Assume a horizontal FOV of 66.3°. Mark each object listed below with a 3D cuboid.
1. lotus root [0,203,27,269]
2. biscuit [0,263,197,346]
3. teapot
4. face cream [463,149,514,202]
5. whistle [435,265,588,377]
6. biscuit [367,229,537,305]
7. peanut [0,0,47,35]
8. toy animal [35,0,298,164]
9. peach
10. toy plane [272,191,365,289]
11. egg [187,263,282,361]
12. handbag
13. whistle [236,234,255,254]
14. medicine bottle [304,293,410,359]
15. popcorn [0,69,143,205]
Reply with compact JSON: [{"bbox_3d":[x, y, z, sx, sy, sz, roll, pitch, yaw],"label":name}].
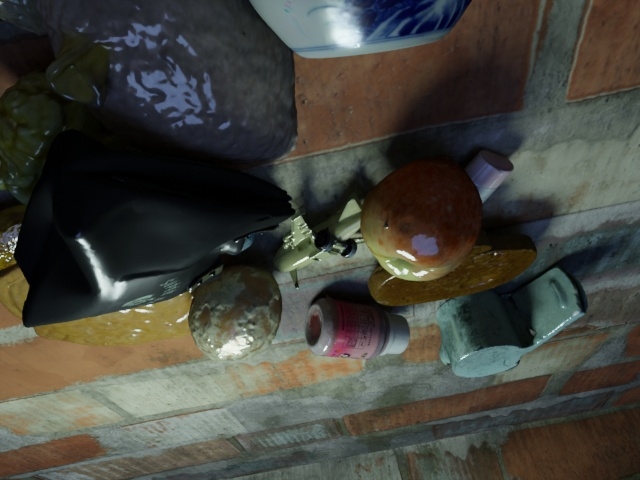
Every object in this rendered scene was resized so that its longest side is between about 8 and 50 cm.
[{"bbox_3d":[-0.526,-0.013,0.826,0.190,0.094,0.108,-26,175,13],"label":"lotus root"},{"bbox_3d":[-0.459,0.137,1.053,0.385,0.062,0.365,-2,143,-9],"label":"biscuit"},{"bbox_3d":[0.037,-0.321,0.444,0.424,0.252,0.280,-19,116,-25],"label":"teapot"},{"bbox_3d":[0.272,-0.084,0.933,0.084,0.057,0.198,9,137,-26],"label":"face cream"},{"bbox_3d":[0.482,0.222,1.277,0.404,0.168,0.188,-25,139,19],"label":"whistle"},{"bbox_3d":[0.288,0.057,1.085,0.367,0.063,0.314,-9,152,-3],"label":"biscuit"},{"bbox_3d":[-0.347,-0.304,0.490,0.098,0.090,0.214,18,157,38],"label":"peanut"},{"bbox_3d":[-0.158,-0.206,0.558,0.226,0.188,0.358,-42,125,1],"label":"toy animal"},{"bbox_3d":[0.177,-0.049,0.845,0.232,0.232,0.232,-6,142,-5],"label":"peach"},{"bbox_3d":[0.000,0.000,0.955,0.256,0.104,0.242,-41,148,26],"label":"toy plane"},{"bbox_3d":[-0.175,0.149,1.028,0.195,0.195,0.233,24,114,-35],"label":"egg"},{"bbox_3d":[-0.211,0.007,0.629,0.288,0.152,0.342,-5,160,-40],"label":"handbag"},{"bbox_3d":[-0.152,-0.025,0.850,0.180,0.093,0.269,-37,166,-11],"label":"whistle"},{"bbox_3d":[0.093,0.223,1.217,0.247,0.147,0.147,11,138,-24],"label":"medicine bottle"},{"bbox_3d":[-0.322,-0.130,0.644,0.187,0.167,0.185,18,153,-23],"label":"popcorn"}]
